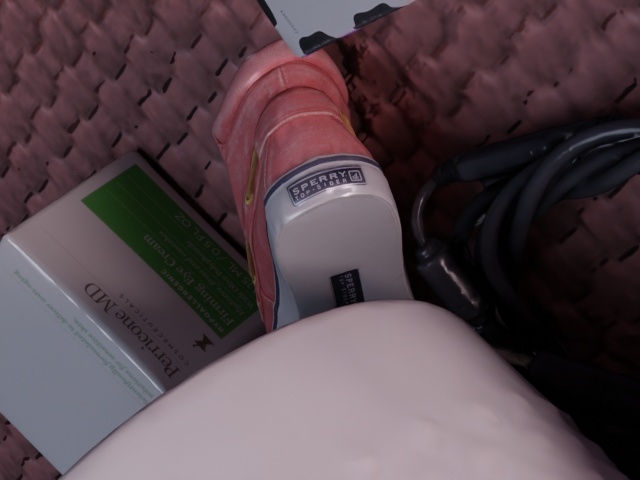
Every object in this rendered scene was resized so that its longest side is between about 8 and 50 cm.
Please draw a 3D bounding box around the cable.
[{"bbox_3d":[0.118,0.025,0.679,0.184,0.047,0.150,-12,109,47],"label":"cable"}]

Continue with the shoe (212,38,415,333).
[{"bbox_3d":[0.000,0.000,0.765,0.178,0.063,0.081,84,170,-57],"label":"shoe"}]

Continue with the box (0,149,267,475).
[{"bbox_3d":[-0.090,0.038,0.844,0.101,0.087,0.102,44,138,8],"label":"box"}]

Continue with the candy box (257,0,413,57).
[{"bbox_3d":[0.070,-0.129,0.480,0.070,0.165,0.196,57,161,-7],"label":"candy box"}]

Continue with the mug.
[{"bbox_3d":[0.078,0.237,0.673,0.276,0.374,0.328,-49,62,7],"label":"mug"}]
